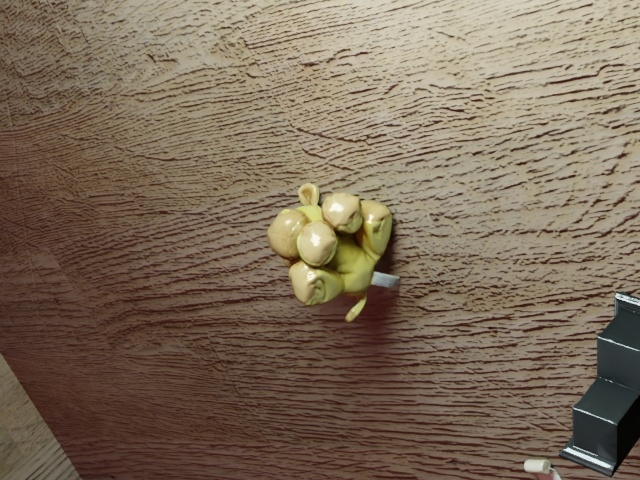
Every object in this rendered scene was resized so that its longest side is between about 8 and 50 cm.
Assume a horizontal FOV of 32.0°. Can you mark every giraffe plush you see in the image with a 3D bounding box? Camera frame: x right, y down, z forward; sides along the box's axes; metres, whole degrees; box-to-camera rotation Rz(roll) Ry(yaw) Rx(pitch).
[{"bbox_3d":[0.000,0.000,1.616,0.170,0.181,0.210,32,175,38],"label":"giraffe plush"}]

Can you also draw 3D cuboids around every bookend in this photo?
[{"bbox_3d":[0.359,0.175,1.366,0.072,0.157,0.156,18,134,35],"label":"bookend"}]

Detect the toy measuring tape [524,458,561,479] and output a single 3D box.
[{"bbox_3d":[0.370,0.486,1.660,0.121,0.121,0.330,-13,111,50],"label":"toy measuring tape"}]
